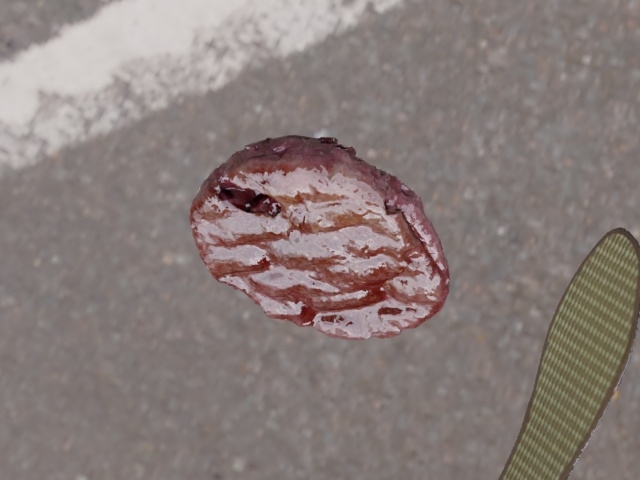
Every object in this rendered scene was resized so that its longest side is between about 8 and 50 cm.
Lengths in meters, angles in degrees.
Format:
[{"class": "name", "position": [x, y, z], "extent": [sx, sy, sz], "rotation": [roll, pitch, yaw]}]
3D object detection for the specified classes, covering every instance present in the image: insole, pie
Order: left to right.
[{"class": "pie", "position": [0.000, 0.000, 1.035], "extent": [0.153, 0.038, 0.153], "rotation": [11, 142, 8]}, {"class": "insole", "position": [0.141, 0.111, 1.123], "extent": [0.005, 0.086, 0.253], "rotation": [13, 107, -26]}]
